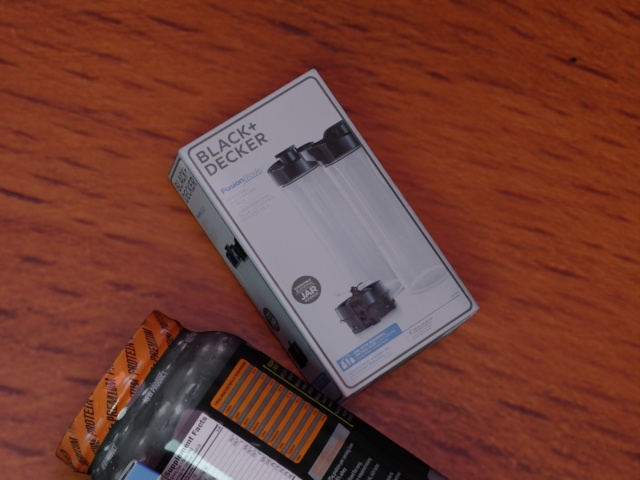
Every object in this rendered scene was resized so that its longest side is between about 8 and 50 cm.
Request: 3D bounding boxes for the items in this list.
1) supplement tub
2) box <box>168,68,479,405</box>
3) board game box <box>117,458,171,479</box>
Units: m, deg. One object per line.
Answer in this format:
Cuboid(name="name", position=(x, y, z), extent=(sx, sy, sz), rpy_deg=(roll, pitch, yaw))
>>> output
Cuboid(name="supplement tub", position=(-0.056, 0.222, 1.760), extent=(0.338, 0.207, 0.207), rpy_deg=(34, 72, 1))
Cuboid(name="box", position=(0.000, 0.000, 1.891), extent=(0.169, 0.087, 0.290), rpy_deg=(-31, 82, -16))
Cuboid(name="board game box", position=(-0.081, 0.357, 1.635), extent=(0.291, 0.232, 0.141), rpy_deg=(29, 55, 8))
